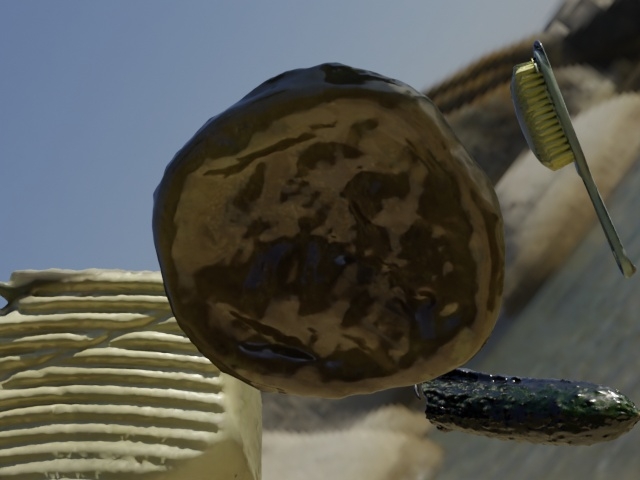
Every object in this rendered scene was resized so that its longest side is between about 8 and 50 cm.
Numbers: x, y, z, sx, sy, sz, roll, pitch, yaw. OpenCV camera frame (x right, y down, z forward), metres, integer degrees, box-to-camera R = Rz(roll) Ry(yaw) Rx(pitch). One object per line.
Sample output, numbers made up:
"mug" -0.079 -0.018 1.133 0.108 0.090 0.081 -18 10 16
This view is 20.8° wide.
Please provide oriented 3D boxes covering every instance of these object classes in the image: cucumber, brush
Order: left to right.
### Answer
"cucumber" 0.181 0.151 1.567 0.245 0.067 0.067 2 46 50
"brush" 0.284 -0.087 2.027 0.060 0.297 0.068 -23 -5 4

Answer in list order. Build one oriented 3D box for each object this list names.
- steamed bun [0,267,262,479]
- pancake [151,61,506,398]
"steamed bun" -0.180 0.178 1.675 0.290 0.274 0.272 -14 -19 11
"pancake" 0.000 0.000 1.381 0.294 0.294 0.049 -54 -1 22
